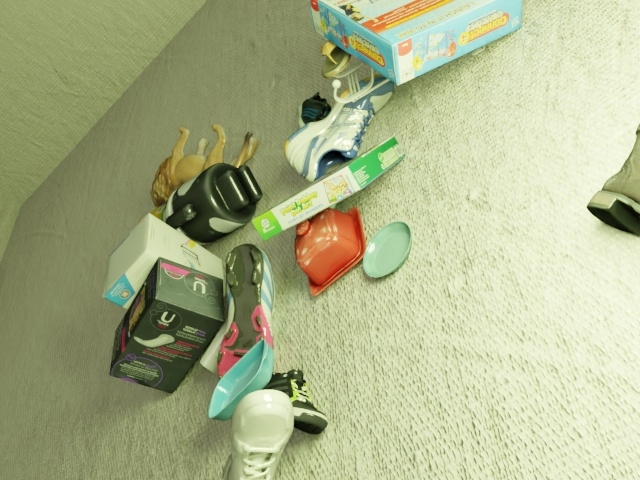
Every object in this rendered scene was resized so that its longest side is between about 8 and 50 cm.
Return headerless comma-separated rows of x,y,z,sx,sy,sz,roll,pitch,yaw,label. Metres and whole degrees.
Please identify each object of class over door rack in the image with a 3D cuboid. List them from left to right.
0.161,-0.442,1.629,0.324,0.108,0.240,-20,41,12,over door rack

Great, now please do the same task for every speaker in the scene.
-0.206,0.222,1.647,0.136,0.055,0.055,-59,31,-5,speaker

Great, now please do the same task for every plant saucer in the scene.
0.129,0.020,1.406,0.119,0.021,0.119,-35,37,31,plant saucer

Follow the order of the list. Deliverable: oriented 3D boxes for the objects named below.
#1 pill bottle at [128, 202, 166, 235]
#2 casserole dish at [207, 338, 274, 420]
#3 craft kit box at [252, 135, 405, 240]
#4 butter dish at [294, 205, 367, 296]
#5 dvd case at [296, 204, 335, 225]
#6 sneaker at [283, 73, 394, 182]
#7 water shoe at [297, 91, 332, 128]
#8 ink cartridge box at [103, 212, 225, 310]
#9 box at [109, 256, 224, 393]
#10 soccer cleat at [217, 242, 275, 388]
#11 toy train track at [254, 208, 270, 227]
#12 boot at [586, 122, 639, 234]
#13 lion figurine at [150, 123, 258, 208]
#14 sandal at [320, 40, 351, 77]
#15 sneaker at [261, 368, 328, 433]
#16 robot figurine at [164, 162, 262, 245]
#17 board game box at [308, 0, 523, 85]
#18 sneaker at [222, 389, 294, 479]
-0.439,-0.026,2.137,0.245,0.136,0.136,-20,45,45,pill bottle
-0.143,0.265,1.411,0.188,0.037,0.114,-45,19,24,casserole dish
0.020,-0.106,1.513,0.246,0.061,0.250,-30,4,32,craft kit box
0.000,0.000,1.512,0.160,0.118,0.160,-40,34,24,butter dish
-0.012,-0.067,1.698,0.119,0.013,0.087,12,71,59,dvd case
0.065,-0.242,1.698,0.296,0.112,0.131,-40,65,7,sneaker
-0.010,-0.307,1.871,0.080,0.073,0.203,-42,33,17,water shoe
-0.374,0.089,1.839,0.171,0.232,0.168,-44,30,19,ink cartridge box
-0.349,0.195,1.716,0.270,0.165,0.143,-53,28,31,box
-0.137,0.172,1.569,0.115,0.143,0.332,-3,74,16,soccer cleat
-0.137,-0.055,1.862,0.083,0.014,0.048,-33,37,34,toy train track
0.479,-0.111,0.974,0.229,0.091,0.263,-57,28,-2,boot
-0.346,-0.200,2.179,0.392,0.142,0.240,0,68,50,lion figurine
0.030,-0.410,1.593,0.072,0.049,0.180,-21,44,41,sandal
-0.059,0.274,1.362,0.234,0.084,0.097,4,63,56,sneaker
-0.277,-0.095,1.938,0.278,0.209,0.174,-26,54,39,robot figurine
0.185,-0.458,1.510,0.308,0.086,0.302,-27,45,-17,board game box
-0.097,0.384,1.221,0.169,0.108,0.293,-101,19,-46,sneaker
